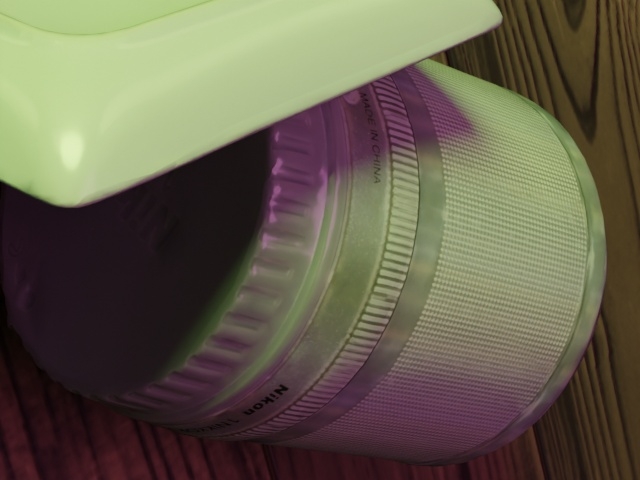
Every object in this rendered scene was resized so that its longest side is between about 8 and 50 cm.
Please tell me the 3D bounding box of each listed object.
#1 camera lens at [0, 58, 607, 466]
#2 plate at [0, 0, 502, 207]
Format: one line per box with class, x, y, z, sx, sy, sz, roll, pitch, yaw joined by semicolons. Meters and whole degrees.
camera lens;0.000;0.000;0.916;0.274;0.219;0.219;15;80;-46
plate;-0.103;-0.122;0.769;0.277;0.278;0.045;-28;134;-43
